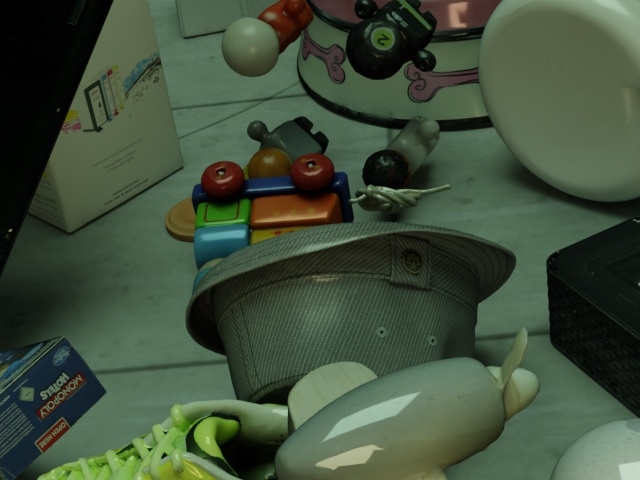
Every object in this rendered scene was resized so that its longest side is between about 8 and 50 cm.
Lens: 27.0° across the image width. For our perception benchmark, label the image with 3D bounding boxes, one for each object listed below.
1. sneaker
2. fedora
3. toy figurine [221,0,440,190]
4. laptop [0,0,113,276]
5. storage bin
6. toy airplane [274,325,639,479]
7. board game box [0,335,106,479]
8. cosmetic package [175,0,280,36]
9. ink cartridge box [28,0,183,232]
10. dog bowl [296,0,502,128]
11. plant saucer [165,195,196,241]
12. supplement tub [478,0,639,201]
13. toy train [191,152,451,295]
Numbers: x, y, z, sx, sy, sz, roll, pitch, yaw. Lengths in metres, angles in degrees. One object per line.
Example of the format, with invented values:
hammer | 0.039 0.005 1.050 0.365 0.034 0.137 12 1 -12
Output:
sneaker | -0.115 0.182 0.953 0.385 0.147 0.145 -13 35 -1
fedora | 0.032 0.088 1.035 0.244 0.275 0.124 -31 57 38
toy figurine | 0.014 -0.143 1.353 0.213 0.209 0.148 5 24 20
laptop | -0.405 -0.111 1.317 0.408 0.382 0.236 21 -3 15
storage bin | 0.280 0.066 1.090 0.122 0.084 0.180 -22 35 -19
toy airplane | 0.094 0.201 0.652 0.386 0.272 0.384 28 25 16
board game box | -0.290 0.156 1.029 0.194 0.060 0.194 -44 20 -29
cosmetic package | -0.085 -0.353 1.811 0.231 0.085 0.117 -11 33 -5
ink cartridge box | -0.282 -0.165 1.436 0.171 0.232 0.168 23 45 40
dog bowl | 0.163 -0.297 1.607 0.408 0.150 0.408 -6 33 4
plant saucer | -0.121 -0.027 1.391 0.083 0.013 0.083 -6 34 4
supplement tub | 0.339 -0.209 1.352 0.235 0.235 0.325 20 43 37
toy train | 0.000 0.000 1.251 0.248 0.105 0.143 -4 44 7
